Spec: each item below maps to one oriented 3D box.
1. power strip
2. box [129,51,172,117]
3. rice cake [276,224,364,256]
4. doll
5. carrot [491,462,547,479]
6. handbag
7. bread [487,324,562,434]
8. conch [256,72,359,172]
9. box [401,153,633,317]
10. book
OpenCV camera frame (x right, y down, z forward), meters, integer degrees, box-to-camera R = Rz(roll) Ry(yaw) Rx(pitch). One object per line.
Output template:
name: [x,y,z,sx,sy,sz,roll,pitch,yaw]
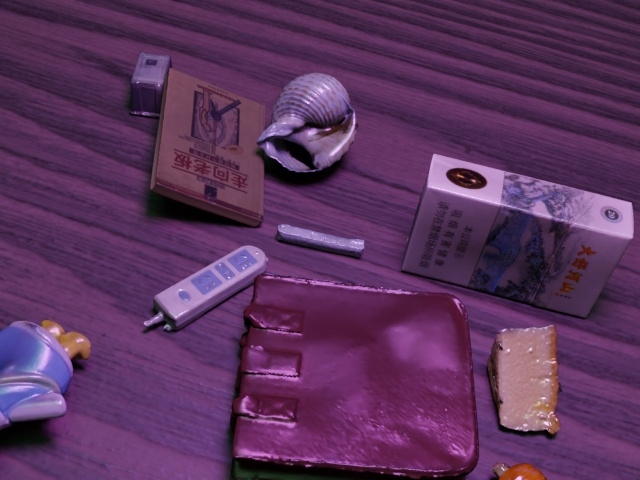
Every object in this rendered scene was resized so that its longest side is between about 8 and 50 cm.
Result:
power strip: [-0.142,0.060,1.091,0.191,0.030,0.047,-31,61,-30]
box: [-0.253,-0.235,1.297,0.060,0.063,0.084,8,51,-3]
rice cake: [0.000,0.000,1.166,0.121,0.022,0.021,11,49,1]
doll: [-0.351,0.174,0.921,0.135,0.099,0.241,40,54,-5]
carrot: [0.270,0.336,0.909,0.061,0.061,0.256,-25,60,-26]
handbag: [0.038,0.164,0.999,0.275,0.084,0.260,5,51,-4]
bread: [0.245,0.167,1.029,0.084,0.080,0.109,1,48,-5]
conch: [-0.012,-0.165,1.252,0.135,0.102,0.153,41,89,10]
box: [0.248,-0.003,1.115,0.256,0.164,0.069,14,48,4]
book: [-0.154,-0.135,1.214,0.161,0.026,0.231,19,47,-24]
